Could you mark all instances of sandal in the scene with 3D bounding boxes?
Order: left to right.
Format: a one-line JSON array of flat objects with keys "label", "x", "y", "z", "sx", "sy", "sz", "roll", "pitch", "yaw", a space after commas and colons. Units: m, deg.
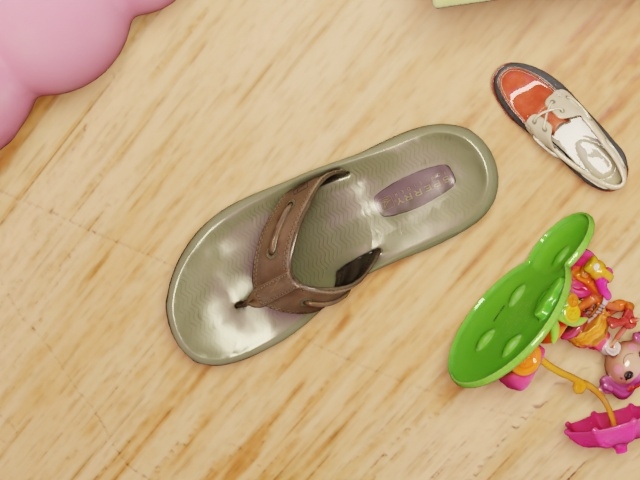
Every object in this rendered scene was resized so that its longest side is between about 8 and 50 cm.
[{"label": "sandal", "x": 0.000, "y": -0.002, "z": 0.998, "sx": 0.302, "sy": 0.086, "sz": 0.120, "roll": -31, "pitch": 96, "yaw": 11}]

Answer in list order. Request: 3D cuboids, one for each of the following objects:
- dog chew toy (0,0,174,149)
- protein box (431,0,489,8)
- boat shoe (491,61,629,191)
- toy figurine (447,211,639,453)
[{"label": "dog chew toy", "x": -0.239, "y": -0.188, "z": 0.939, "sx": 0.331, "sy": 0.206, "sz": 0.207, "roll": -28, "pitch": 97, "yaw": 3}, {"label": "protein box", "x": 0.169, "y": -0.285, "z": 0.896, "sx": 0.201, "sy": 0.136, "sz": 0.200, "roll": -7, "pitch": 105, "yaw": 8}, {"label": "boat shoe", "x": 0.191, "y": -0.090, "z": 0.984, "sx": 0.137, "sy": 0.043, "sz": 0.049, "roll": 44, "pitch": 104, "yaw": -2}, {"label": "toy figurine", "x": 0.216, "y": 0.092, "z": 0.999, "sx": 0.159, "sy": 0.130, "sz": 0.173, "roll": 40, "pitch": 78, "yaw": -16}]
